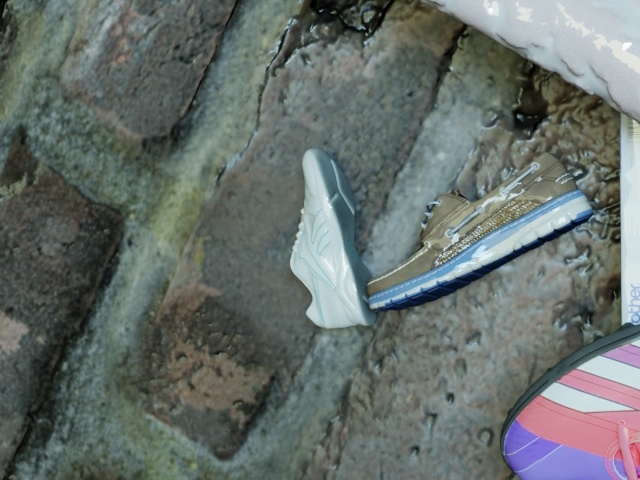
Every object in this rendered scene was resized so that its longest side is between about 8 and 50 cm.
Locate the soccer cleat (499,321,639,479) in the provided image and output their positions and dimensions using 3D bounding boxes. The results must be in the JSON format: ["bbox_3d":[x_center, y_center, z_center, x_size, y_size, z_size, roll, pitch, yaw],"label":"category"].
[{"bbox_3d":[0.253,0.102,0.567,0.318,0.116,0.108,-23,124,23],"label":"soccer cleat"}]

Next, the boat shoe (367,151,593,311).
[{"bbox_3d":[0.111,-0.005,0.745,0.183,0.066,0.066,-27,76,12],"label":"boat shoe"}]

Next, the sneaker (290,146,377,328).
[{"bbox_3d":[0.000,0.000,0.795,0.061,0.054,0.152,-14,86,26],"label":"sneaker"}]

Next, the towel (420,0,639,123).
[{"bbox_3d":[0.244,-0.221,0.616,0.332,0.053,0.317,34,79,20],"label":"towel"}]

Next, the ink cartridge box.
[{"bbox_3d":[0.232,-0.035,0.669,0.046,0.097,0.207,0,91,22],"label":"ink cartridge box"}]
